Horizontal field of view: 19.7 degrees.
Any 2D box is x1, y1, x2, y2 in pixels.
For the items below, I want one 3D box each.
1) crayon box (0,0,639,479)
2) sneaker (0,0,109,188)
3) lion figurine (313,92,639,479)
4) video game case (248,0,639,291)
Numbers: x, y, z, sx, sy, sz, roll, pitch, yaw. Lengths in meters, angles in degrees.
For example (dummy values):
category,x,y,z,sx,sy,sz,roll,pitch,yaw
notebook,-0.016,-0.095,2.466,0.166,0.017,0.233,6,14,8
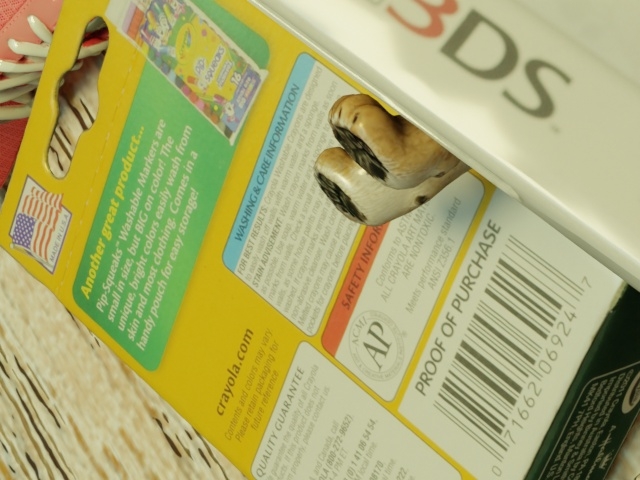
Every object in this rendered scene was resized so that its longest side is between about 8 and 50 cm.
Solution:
category,x,y,z,sx,sy,sz,roll,pitch,yaw
crayon box,0.000,0.000,0.834,0.323,0.083,0.203,39,122,29
sneaker,-0.152,-0.124,0.926,0.136,0.116,0.314,37,121,30
lion figurine,0.156,-0.041,0.634,0.392,0.240,0.142,47,169,11
video game case,0.106,-0.184,0.577,0.300,0.036,0.329,38,88,18
